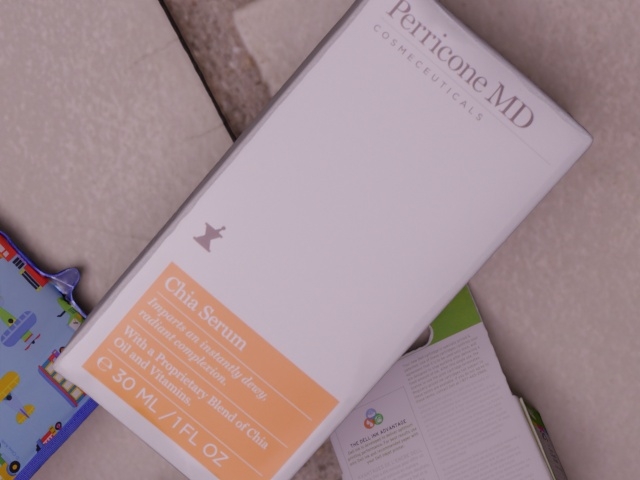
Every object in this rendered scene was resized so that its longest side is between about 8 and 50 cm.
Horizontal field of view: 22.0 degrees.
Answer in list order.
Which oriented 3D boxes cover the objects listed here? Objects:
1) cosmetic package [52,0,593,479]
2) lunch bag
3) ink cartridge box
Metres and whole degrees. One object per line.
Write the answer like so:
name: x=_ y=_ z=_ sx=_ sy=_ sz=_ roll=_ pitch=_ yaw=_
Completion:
cosmetic package: x=0.000 y=0.000 z=1.452 sx=0.230 sy=0.161 sz=0.453 roll=40 pitch=99 yaw=-6
lunch bag: x=-0.332 y=0.126 z=1.532 sx=0.221 sy=0.138 sz=0.293 roll=45 pitch=74 yaw=-6
ink cartridge box: x=0.114 y=0.189 z=1.554 sx=0.188 sy=0.097 sz=0.255 roll=-26 pitch=66 yaw=13
